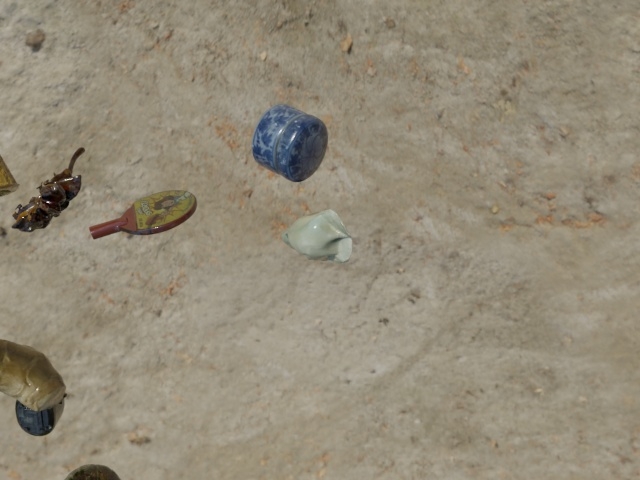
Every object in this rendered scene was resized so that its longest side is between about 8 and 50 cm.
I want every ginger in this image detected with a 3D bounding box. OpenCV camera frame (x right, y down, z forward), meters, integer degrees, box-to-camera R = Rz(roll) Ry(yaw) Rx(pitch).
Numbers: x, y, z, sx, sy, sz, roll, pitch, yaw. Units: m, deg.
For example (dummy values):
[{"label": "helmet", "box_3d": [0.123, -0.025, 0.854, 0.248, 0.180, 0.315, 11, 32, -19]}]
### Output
[{"label": "ginger", "box_3d": [-0.453, 0.190, 0.923, 0.069, 0.095, 0.190, -23, 143, 38]}]

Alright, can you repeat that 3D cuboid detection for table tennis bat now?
[{"label": "table tennis bat", "box_3d": [-0.505, -0.067, 1.831, 0.310, 0.200, 0.038, -18, 126, -11]}]

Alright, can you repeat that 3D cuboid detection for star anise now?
[{"label": "star anise", "box_3d": [-0.560, -0.107, 1.355, 0.073, 0.177, 0.233, 42, 75, -33]}]

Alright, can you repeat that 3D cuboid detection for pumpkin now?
[{"label": "pumpkin", "box_3d": [-0.617, 0.648, 1.672, 0.119, 0.184, 0.107, -19, 88, 54]}]

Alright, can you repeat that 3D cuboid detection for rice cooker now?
[{"label": "rice cooker", "box_3d": [-0.759, 0.447, 1.725, 0.112, 0.106, 0.165, 4, 118, -1]}]

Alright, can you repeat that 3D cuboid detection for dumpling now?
[{"label": "dumpling", "box_3d": [0.000, 0.000, 1.556, 0.151, 0.124, 0.229, 50, 148, -19]}]

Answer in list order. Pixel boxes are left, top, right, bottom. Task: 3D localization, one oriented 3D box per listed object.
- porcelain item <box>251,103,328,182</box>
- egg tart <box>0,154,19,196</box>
[{"label": "porcelain item", "box_3d": [-0.061, -0.206, 1.357, 0.114, 0.147, 0.147, 29, 131, 29]}, {"label": "egg tart", "box_3d": [-0.942, -0.184, 1.737, 0.203, 0.202, 0.147, -15, 92, 12]}]
